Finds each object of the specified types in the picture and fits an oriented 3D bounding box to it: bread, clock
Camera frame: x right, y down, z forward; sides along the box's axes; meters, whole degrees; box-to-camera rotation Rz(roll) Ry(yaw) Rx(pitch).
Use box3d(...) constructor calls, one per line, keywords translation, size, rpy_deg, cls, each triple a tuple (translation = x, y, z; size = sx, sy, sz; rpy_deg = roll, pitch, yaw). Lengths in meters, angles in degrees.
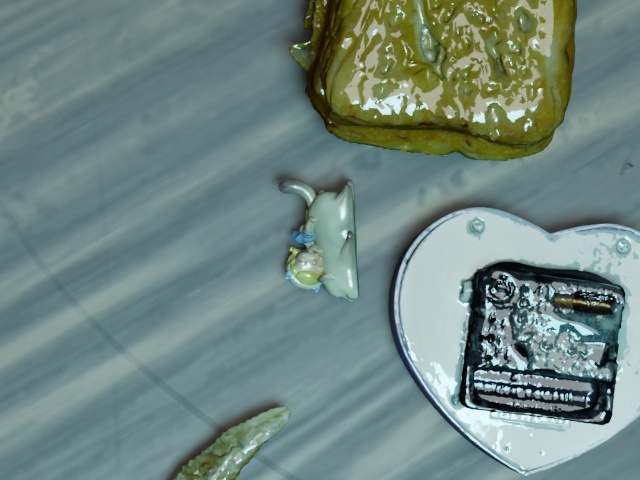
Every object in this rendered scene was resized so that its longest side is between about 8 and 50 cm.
box3d(translation=(0.092, -0.245, 1.133), size=(0.185, 0.109, 0.381), rpy_deg=(9, 84, 3), cls="bread")
box3d(translation=(0.143, 0.068, 1.139), size=(0.198, 0.064, 0.172), rpy_deg=(8, 85, -4), cls="clock")

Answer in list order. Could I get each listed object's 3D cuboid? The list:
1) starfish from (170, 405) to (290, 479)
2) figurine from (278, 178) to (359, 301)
box3d(translation=(-0.124, 0.268, 1.078), size=(0.327, 0.094, 0.375), rpy_deg=(12, 68, 10), cls="starfish")
box3d(translation=(0.000, 0.000, 1.142), size=(0.050, 0.047, 0.083), rpy_deg=(-2, 94, 9), cls="figurine")
